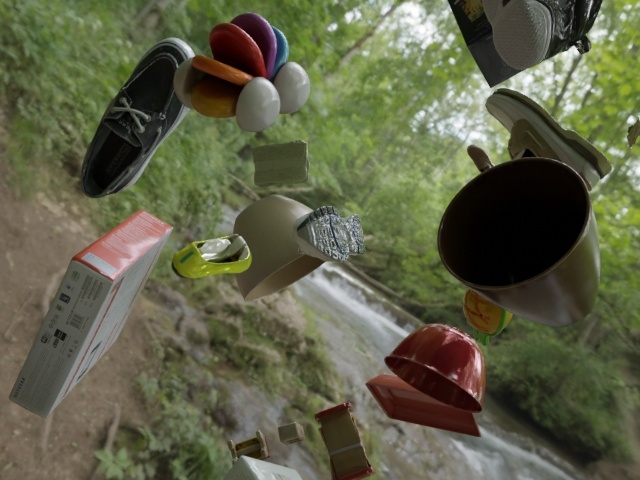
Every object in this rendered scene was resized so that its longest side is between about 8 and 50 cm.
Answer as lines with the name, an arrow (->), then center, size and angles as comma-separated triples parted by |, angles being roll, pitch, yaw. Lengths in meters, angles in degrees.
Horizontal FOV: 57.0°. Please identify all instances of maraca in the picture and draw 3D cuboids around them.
maraca -> 0.356, 0.150, 1.275 | 0.186, 0.099, 0.127 | 99, -19, -52

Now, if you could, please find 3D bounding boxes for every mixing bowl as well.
mixing bowl -> 0.210, 0.206, 1.010 | 0.181, 0.098, 0.181 | 27, -21, 11

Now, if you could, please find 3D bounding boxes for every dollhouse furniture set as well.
dollhouse furniture set -> -0.051, 0.616, 1.667 | 0.152, 0.373, 0.202 | 76, -4, -66

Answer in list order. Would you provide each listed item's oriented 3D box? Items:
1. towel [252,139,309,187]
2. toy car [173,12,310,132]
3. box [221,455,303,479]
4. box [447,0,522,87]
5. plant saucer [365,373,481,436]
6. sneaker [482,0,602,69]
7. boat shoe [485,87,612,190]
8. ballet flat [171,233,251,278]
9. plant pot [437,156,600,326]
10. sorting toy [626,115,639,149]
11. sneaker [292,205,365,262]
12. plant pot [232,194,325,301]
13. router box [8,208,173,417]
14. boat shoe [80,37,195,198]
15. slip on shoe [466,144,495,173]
towel -> -0.099, -0.191, 1.464 | 0.148, 0.110, 0.027 | -3, 2, 16
toy car -> -0.107, -0.245, 0.824 | 0.159, 0.136, 0.182 | 24, 39, 21
box -> -0.099, 0.402, 0.810 | 0.091, 0.171, 0.130 | 37, -1, 44
box -> 0.397, -0.526, 1.379 | 0.165, 0.143, 0.271 | 34, 38, -49
plant saucer -> 0.269, 0.413, 1.497 | 0.258, 0.048, 0.259 | 5, -33, 26
sneaker -> 0.309, -0.382, 0.841 | 0.153, 0.269, 0.101 | -13, -1, -21
boat shoe -> 0.422, -0.197, 1.172 | 0.113, 0.103, 0.302 | 35, 13, -50
ballet flat -> -0.185, 0.024, 1.123 | 0.077, 0.077, 0.231 | 51, 25, 14
plant pot -> 0.325, 0.031, 0.881 | 0.230, 0.215, 0.215 | 41, -7, -38
sorting toy -> 0.722, -0.252, 1.354 | 0.012, 0.062, 0.083 | 17, 39, 8
sneaker -> 0.000, 0.000, 1.194 | 0.129, 0.111, 0.297 | -10, -7, 18
plant pot -> -0.111, 0.000, 1.469 | 0.191, 0.284, 0.284 | 58, 4, 11
router box -> -0.445, 0.133, 1.174 | 0.082, 0.336, 0.301 | 30, 19, -4
boat shoe -> -0.308, -0.195, 0.974 | 0.108, 0.301, 0.102 | 38, 20, -7
slip on shoe -> 0.484, -0.232, 1.768 | 0.051, 0.041, 0.135 | -13, -46, 42
